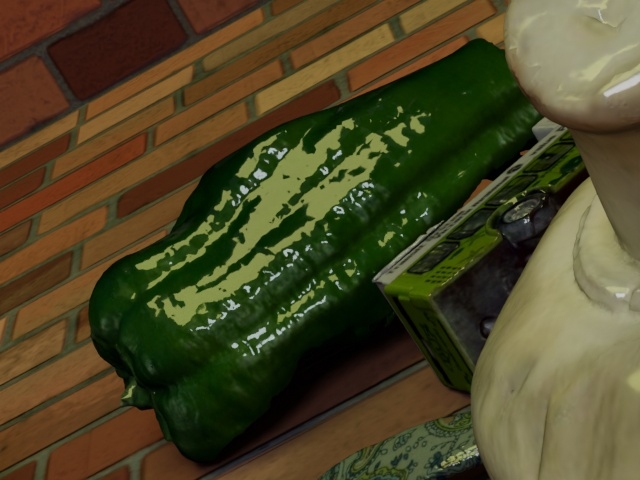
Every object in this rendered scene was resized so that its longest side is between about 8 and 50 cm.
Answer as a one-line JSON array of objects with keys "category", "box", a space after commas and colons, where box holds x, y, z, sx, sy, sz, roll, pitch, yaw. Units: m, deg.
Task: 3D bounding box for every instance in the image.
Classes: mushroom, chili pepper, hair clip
[{"category": "mushroom", "box": [0.219, 0.036, 0.888, 0.315, 0.315, 0.356, -30, -15, 1]}, {"category": "chili pepper", "box": [-0.007, -0.008, 1.406, 0.385, 0.167, 0.213, -37, 12, -10]}, {"category": "hair clip", "box": [0.076, 0.135, 1.156, 0.229, 0.036, 0.066, -22, 27, 22]}]

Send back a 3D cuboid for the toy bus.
[{"category": "toy bus", "box": [0.175, -0.021, 1.298, 0.301, 0.113, 0.139, -40, 17, -21]}]
